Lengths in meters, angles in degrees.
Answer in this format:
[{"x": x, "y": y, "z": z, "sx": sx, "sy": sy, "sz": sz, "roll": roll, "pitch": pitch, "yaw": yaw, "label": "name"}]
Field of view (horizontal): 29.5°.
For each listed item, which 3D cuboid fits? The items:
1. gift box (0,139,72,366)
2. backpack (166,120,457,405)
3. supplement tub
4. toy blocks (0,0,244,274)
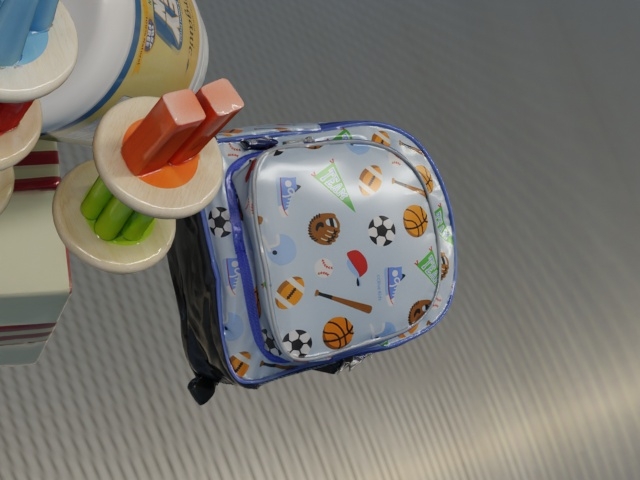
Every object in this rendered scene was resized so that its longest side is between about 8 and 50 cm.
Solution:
[{"x": -0.348, "y": -0.036, "z": 0.963, "sx": 0.258, "sy": 0.276, "sz": 0.255, "roll": -4, "pitch": 66, "yaw": -21, "label": "gift box"}, {"x": 0.000, "y": 0.000, "z": 1.142, "sx": 0.263, "sy": 0.213, "sz": 0.277, "roll": -13, "pitch": 100, "yaw": -34, "label": "backpack"}, {"x": -0.161, "y": -0.135, "z": 0.798, "sx": 0.144, "sy": 0.144, "sz": 0.199, "roll": 64, "pitch": 12, "yaw": 4, "label": "supplement tub"}, {"x": -0.084, "y": -0.048, "z": 0.431, "sx": 0.123, "sy": 0.148, "sz": 0.054, "roll": 14, "pitch": 59, "yaw": -21, "label": "toy blocks"}]
